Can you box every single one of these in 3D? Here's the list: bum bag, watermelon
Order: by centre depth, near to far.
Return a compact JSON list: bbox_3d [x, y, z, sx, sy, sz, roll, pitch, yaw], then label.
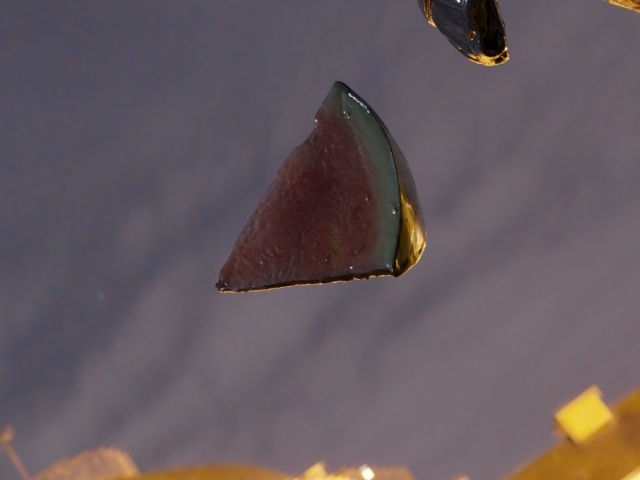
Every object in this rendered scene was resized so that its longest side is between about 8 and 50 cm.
[{"bbox_3d":[0.023,-0.001,1.544,0.136,0.207,0.202,28,-66,-31],"label":"watermelon"},{"bbox_3d":[0.135,-0.325,2.158,0.079,0.326,0.142,-20,-40,-12],"label":"bum bag"}]

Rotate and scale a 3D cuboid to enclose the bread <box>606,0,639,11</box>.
[{"bbox_3d":[0.302,-0.294,1.722,0.167,0.294,0.132,26,-88,-42],"label":"bread"}]
